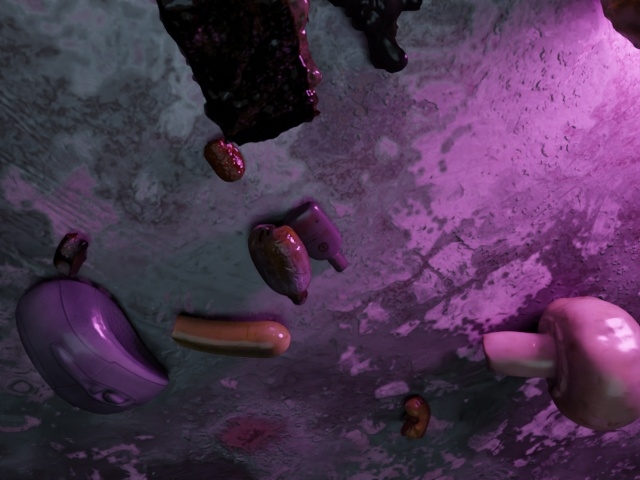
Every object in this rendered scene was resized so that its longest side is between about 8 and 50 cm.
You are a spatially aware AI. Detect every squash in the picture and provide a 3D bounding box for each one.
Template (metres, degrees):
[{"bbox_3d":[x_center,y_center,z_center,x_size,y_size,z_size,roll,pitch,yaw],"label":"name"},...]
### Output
[{"bbox_3d":[-0.187,0.206,0.979,0.250,0.083,0.083,8,116,-11],"label":"squash"}]

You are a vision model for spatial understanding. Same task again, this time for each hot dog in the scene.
[{"bbox_3d":[-0.172,-0.144,0.817,0.058,0.035,0.083,-31,119,6],"label":"hot dog"}]

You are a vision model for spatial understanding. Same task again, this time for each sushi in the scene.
[{"bbox_3d":[-0.468,0.022,0.854,0.046,0.044,0.083,30,108,0],"label":"sushi"},{"bbox_3d":[-0.102,-0.280,0.615,0.170,0.211,0.350,-14,150,0],"label":"sushi"}]

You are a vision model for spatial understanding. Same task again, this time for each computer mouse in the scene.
[{"bbox_3d":[-0.462,0.246,0.927,0.188,0.122,0.371,-24,123,3],"label":"computer mouse"}]

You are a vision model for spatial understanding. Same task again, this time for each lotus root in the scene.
[{"bbox_3d":[-0.073,0.051,0.901,0.113,0.088,0.192,1,126,35],"label":"lotus root"}]

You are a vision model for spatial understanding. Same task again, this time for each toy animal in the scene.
[{"bbox_3d":[0.041,-0.411,0.679,0.343,0.106,0.168,30,108,-27],"label":"toy animal"}]

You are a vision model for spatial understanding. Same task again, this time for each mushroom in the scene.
[{"bbox_3d":[0.553,0.277,1.051,0.335,0.314,0.315,-4,121,18],"label":"mushroom"}]

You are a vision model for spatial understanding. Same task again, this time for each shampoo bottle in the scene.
[{"bbox_3d":[0.000,0.000,0.923,0.080,0.040,0.165,-34,117,8],"label":"shampoo bottle"}]

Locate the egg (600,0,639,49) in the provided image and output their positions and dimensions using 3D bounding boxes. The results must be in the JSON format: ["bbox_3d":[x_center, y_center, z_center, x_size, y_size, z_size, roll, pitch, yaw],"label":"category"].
[{"bbox_3d":[0.605,-0.439,0.668,0.336,0.278,0.278,-27,119,10],"label":"egg"}]

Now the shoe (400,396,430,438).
[{"bbox_3d":[0.251,0.473,1.204,0.069,0.072,0.109,3,117,-18],"label":"shoe"}]
